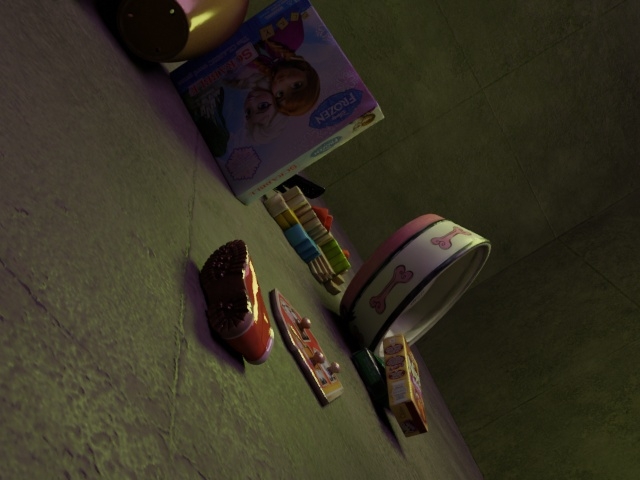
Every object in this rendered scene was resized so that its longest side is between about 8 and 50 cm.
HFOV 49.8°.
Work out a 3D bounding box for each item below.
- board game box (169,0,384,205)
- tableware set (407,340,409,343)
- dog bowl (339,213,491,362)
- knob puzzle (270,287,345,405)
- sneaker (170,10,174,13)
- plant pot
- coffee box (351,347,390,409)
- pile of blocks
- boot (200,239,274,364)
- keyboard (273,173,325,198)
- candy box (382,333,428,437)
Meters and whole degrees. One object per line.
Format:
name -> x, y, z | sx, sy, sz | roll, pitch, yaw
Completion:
board game box -> -0.093, -0.284, 1.347 | 0.317, 0.319, 0.066 | 59, 7, 19
tableware set -> 0.192, 0.320, 1.736 | 0.024, 0.104, 0.154 | 38, -26, 18
dog bowl -> 0.214, 0.109, 1.654 | 0.150, 0.408, 0.408 | 45, 0, 21
knob puzzle -> -0.018, 0.154, 1.070 | 0.213, 0.030, 0.213 | 57, 5, -9
sneaker -> -0.389, -0.677, 1.971 | 0.152, 0.114, 0.305 | 56, 5, -8
plant pot -> -0.257, -0.409, 1.206 | 0.237, 0.237, 0.254 | 56, 20, -27
coffee box -> 0.130, 0.304, 1.504 | 0.113, 0.040, 0.184 | 62, 7, 28
pile of blocks -> 0.000, 0.000, 1.681 | 0.362, 0.113, 0.149 | 52, 8, -45
boot -> -0.091, 0.068, 0.780 | 0.084, 0.059, 0.157 | 58, 13, -39
keyboard -> -0.091, -0.137, 1.654 | 0.192, 0.038, 0.100 | 26, -24, -19
candy box -> 0.175, 0.299, 1.438 | 0.186, 0.053, 0.109 | -93, 161, -53
